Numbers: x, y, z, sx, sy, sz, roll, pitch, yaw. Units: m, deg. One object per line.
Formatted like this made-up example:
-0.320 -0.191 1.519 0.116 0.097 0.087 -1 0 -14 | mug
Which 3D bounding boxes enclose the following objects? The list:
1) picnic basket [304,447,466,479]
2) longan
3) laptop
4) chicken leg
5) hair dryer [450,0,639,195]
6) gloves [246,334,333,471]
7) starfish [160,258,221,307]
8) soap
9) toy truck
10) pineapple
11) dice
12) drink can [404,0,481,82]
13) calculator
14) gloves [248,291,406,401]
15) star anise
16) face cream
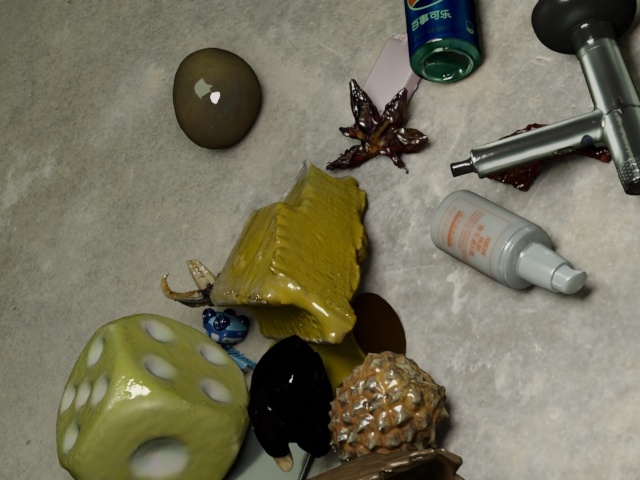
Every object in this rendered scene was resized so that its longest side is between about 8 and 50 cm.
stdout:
0.117 0.413 1.605 0.321 0.254 0.291 -7 96 46 | picnic basket
-0.189 -0.260 2.336 0.189 0.189 0.189 -20 56 32 | longan
-0.089 0.371 1.985 0.129 0.016 0.180 18 78 23 | laptop
0.328 -0.129 1.900 0.205 0.053 0.093 -22 78 39 | chicken leg
0.325 -0.210 1.818 0.284 0.156 0.320 -1 63 -1 | hair dryer
-0.032 0.250 1.891 0.124 0.203 0.164 12 63 41 | gloves
-0.161 0.069 2.148 0.146 0.190 0.074 -39 60 55 | starfish
0.000 0.000 1.946 0.304 0.169 0.338 -62 17 -12 | soap
-0.147 0.161 2.144 0.136 0.063 0.074 21 103 50 | toy truck
0.087 0.260 1.827 0.193 0.166 0.166 -57 43 18 | pineapple
-0.263 0.269 2.021 0.227 0.238 0.233 -55 29 21 | dice
0.195 -0.362 2.090 0.118 0.118 0.205 -23 53 30 | drink can
0.123 -0.272 2.163 0.100 0.032 0.175 25 86 45 | calculator
-0.013 0.189 2.005 0.294 0.116 0.133 -30 23 37 | gloves
0.091 -0.187 2.105 0.212 0.053 0.157 4 99 40 | star anise
0.272 0.015 1.832 0.251 0.101 0.101 32 90 46 | face cream
